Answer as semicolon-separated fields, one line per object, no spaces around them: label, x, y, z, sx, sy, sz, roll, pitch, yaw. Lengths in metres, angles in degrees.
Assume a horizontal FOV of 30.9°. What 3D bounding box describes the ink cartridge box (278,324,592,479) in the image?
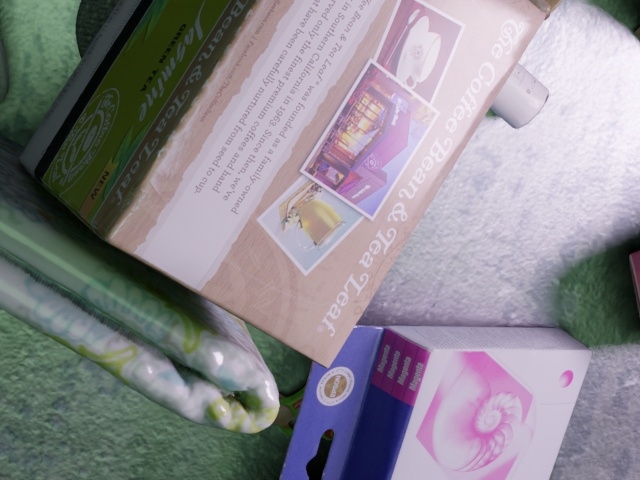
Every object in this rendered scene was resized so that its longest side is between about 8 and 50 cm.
ink cartridge box;0.112;0.248;1.230;0.330;0.071;0.324;3;110;-35

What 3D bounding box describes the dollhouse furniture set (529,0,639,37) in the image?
dollhouse furniture set;0.288;-0.297;1.124;0.242;0.161;0.212;43;104;4

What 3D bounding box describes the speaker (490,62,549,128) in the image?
speaker;0.165;-0.176;1.173;0.136;0.055;0.055;37;100;-17

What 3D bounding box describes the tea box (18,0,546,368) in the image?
tea box;-0.049;-0.122;0.972;0.220;0.323;0.329;33;87;-29

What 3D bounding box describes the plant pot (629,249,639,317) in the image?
plant pot;0.427;0.060;1.220;0.180;0.201;0.201;-12;109;14

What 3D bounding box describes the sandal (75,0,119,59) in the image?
sandal;-0.148;-0.152;1.150;0.097;0.054;0.254;-34;118;12

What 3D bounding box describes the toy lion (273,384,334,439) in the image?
toy lion;0.005;0.189;1.284;0.100;0.034;0.096;-36;116;5

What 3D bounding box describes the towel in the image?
towel;-0.219;0.024;1.051;0.374;0.320;0.090;34;94;-15

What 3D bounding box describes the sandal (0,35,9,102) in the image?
sandal;-0.344;-0.252;1.083;0.102;0.076;0.265;4;129;7

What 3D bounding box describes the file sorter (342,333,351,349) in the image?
file sorter;0.000;0.000;1.176;0.104;0.118;0.170;17;105;-9
